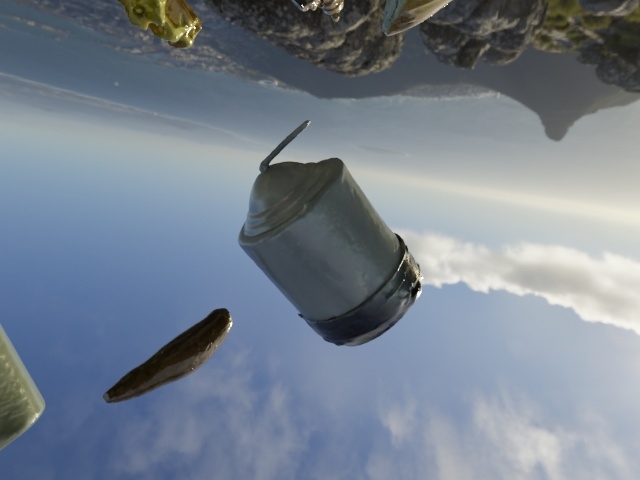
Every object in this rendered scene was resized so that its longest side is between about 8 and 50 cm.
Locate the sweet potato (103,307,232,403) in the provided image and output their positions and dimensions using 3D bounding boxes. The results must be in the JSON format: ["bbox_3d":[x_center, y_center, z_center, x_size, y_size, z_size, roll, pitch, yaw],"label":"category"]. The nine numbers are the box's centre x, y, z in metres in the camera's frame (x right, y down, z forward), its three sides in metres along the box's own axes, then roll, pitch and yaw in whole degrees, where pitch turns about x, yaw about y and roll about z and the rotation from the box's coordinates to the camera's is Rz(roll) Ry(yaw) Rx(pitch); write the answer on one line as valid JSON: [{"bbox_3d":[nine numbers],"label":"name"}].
[{"bbox_3d":[-0.248,0.209,0.757,0.077,0.077,0.244,16,-140,36],"label":"sweet potato"}]

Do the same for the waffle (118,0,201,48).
[{"bbox_3d":[-0.227,-0.326,0.505,0.219,0.057,0.229,46,-168,-35],"label":"waffle"}]

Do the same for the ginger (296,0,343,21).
[{"bbox_3d":[-0.003,-0.559,0.936,0.074,0.137,0.213,12,-159,29],"label":"ginger"}]

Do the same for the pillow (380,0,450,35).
[{"bbox_3d":[0.222,-0.445,0.568,0.119,0.310,0.312,43,164,-3],"label":"pillow"}]

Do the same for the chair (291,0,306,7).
[{"bbox_3d":[-0.038,-0.269,0.236,0.174,0.213,0.149,42,-162,33],"label":"chair"}]

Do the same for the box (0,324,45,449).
[{"bbox_3d":[-0.438,0.034,0.350,0.352,0.343,0.177,-8,-162,35],"label":"box"}]

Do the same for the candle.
[{"bbox_3d":[0.000,0.000,0.717,0.342,0.221,0.221,50,174,-20],"label":"candle"}]
